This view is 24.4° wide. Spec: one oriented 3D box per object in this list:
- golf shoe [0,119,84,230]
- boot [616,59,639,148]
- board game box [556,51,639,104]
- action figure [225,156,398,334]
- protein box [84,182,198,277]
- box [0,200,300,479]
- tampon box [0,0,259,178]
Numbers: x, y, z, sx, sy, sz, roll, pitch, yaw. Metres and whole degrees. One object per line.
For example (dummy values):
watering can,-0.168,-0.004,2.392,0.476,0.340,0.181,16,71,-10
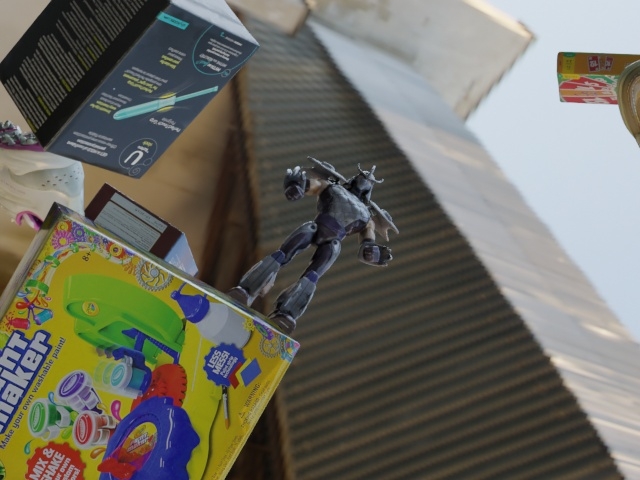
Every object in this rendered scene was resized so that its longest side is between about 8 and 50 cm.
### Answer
golf shoe,-0.399,-0.078,1.886,0.306,0.115,0.140,10,-63,52
boot,0.397,-0.083,1.590,0.077,0.213,0.165,-26,-155,6
board game box,0.414,-0.189,1.758,0.260,0.124,0.039,1,-101,11
action figure,0.000,0.000,1.994,0.285,0.185,0.099,-52,174,-26
protein box,-0.291,0.063,2.065,0.201,0.136,0.200,-55,169,-13
box,-0.224,0.155,1.540,0.290,0.279,0.177,-61,-166,-1
tampon box,-0.159,-0.149,1.204,0.161,0.120,0.101,-46,-121,17
